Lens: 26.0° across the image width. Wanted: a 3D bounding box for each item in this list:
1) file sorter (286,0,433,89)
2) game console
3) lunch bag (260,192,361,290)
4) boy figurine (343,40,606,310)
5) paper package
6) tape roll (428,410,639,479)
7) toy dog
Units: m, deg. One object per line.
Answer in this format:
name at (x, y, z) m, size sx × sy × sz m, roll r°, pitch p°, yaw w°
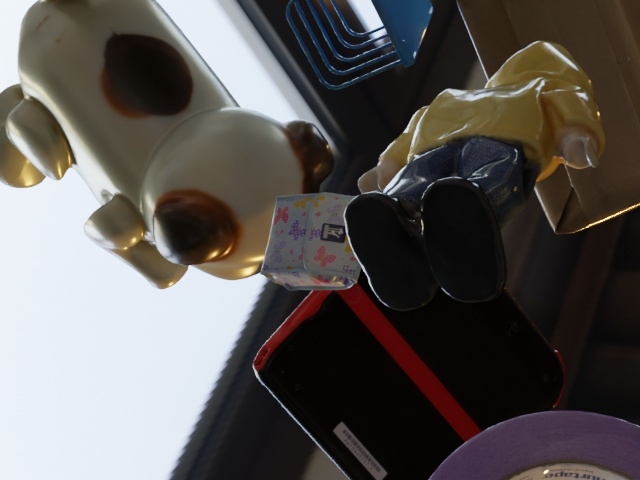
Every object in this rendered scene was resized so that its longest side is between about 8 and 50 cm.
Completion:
file sorter at (0.042, -0.254, 1.498) m, size 0.104 × 0.118 × 0.170 m, roll -19°, pitch -157°, yaw 22°
game console at (0.133, 0.175, 1.848) m, size 0.342 × 0.386 × 0.060 m, roll -46°, pitch -158°, yaw -15°
lunch bag at (0.000, 0.000, 1.101) m, size 0.083 × 0.053 × 0.071 m, roll 0°, pitch -111°, yaw 37°
boy figurine at (0.113, -0.057, 0.944) m, size 0.177 × 0.092 × 0.285 m, roll -10°, pitch -161°, yaw 30°
paper package at (0.320, -0.202, 1.523) m, size 0.168 × 0.309 × 0.325 m, roll -19°, pitch -174°, yaw 33°
tape roll at (0.203, 0.281, 1.125) m, size 0.275 × 0.090 × 0.274 m, roll -2°, pitch -120°, yaw 4°
toy dog at (-0.164, -0.122, 1.637) m, size 0.285 × 0.395 × 0.408 m, roll -29°, pitch -124°, yaw -32°
